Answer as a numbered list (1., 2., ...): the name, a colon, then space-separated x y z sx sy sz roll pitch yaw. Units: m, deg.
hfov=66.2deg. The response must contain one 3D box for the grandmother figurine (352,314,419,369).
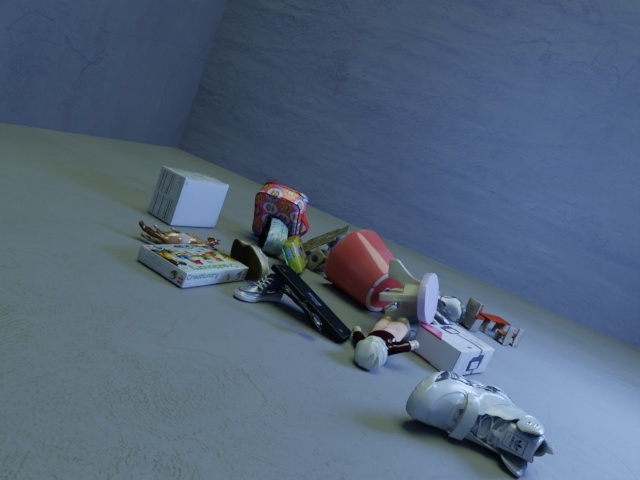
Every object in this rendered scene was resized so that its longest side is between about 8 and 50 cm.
1. grandmother figurine: 0.190 0.306 1.481 0.208 0.103 0.342 -3 4 23

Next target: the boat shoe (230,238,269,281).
1. boat shoe: -0.233 0.070 1.745 0.098 0.109 0.302 15 8 -29

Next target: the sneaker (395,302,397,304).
1. sneaker: 0.357 0.241 2.147 0.064 0.073 0.162 29 12 31

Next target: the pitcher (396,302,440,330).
1. pitcher: 0.384 0.280 1.914 0.178 0.125 0.207 27 21 -3

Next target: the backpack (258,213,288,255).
1. backpack: -0.203 -0.014 2.113 0.115 0.151 0.182 14 23 -10

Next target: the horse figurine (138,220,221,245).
1. horse figurine: -0.502 -0.011 1.708 0.175 0.066 0.263 22 7 34

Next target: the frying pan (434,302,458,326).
1. frying pan: 0.489 0.282 2.135 0.197 0.053 0.326 25 20 -33

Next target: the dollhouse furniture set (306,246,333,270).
1. dollhouse furniture set: 0.044 0.123 2.154 0.160 0.101 0.182 54 22 20

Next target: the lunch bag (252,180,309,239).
1. lunch bag: -0.172 -0.106 2.236 0.259 0.293 0.120 22 44 6

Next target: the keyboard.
1. keyboard: -0.040 0.189 1.494 0.317 0.033 0.202 45 11 17

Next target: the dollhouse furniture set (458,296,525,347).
1. dollhouse furniture set: 0.764 0.352 2.243 0.259 0.135 0.262 15 13 -34

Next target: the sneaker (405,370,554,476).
1. sneaker: 0.382 0.424 1.149 0.366 0.137 0.210 19 8 -33

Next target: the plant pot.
1. plant pot: 0.193 0.132 1.933 0.275 0.274 0.243 12 25 -42

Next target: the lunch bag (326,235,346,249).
1. lunch bag: 0.141 0.053 2.382 0.224 0.107 0.279 18 -9 -2

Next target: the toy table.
1. toy table: 0.311 0.196 1.715 0.161 0.251 0.274 5 -12 21

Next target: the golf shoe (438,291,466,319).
1. golf shoe: 0.541 0.294 2.252 0.120 0.105 0.273 -4 18 -32

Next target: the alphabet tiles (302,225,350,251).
1. alphabet tiles: 0.000 0.000 2.260 0.286 0.011 0.342 -22 6 8

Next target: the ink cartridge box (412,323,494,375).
1. ink cartridge box: 0.445 0.365 1.654 0.237 0.100 0.172 11 16 -45

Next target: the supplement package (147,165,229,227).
1. supplement package: -0.544 -0.175 2.043 0.145 0.203 0.262 27 12 27

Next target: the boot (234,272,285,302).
1. boot: -0.183 0.142 1.537 0.069 0.086 0.190 30 14 36

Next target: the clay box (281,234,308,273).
1. clay box: -0.103 0.058 1.989 0.053 0.127 0.222 -16 8 7

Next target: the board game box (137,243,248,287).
1. board game box: -0.391 0.073 1.547 0.193 0.053 0.305 27 12 23
